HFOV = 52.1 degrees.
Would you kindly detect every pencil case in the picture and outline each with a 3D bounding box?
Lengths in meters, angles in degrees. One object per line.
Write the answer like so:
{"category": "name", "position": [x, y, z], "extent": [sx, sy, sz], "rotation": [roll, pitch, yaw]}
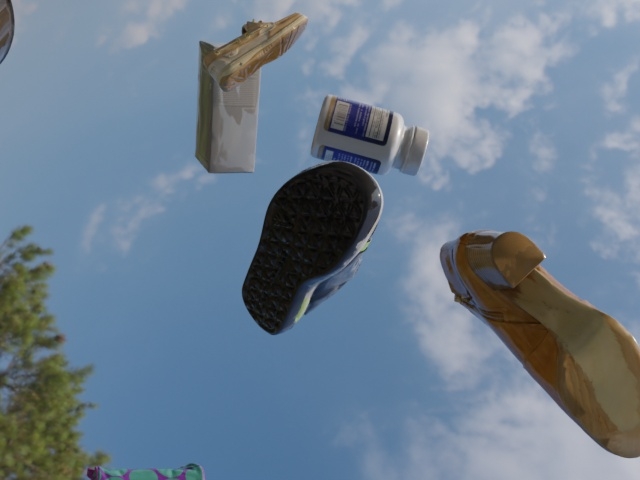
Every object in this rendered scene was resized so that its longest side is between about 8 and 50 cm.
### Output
{"category": "pencil case", "position": [-0.240, 0.340, 0.897], "extent": [0.065, 0.151, 0.070], "rotation": [-67, -150, 25]}

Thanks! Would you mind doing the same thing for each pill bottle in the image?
{"category": "pill bottle", "position": [0.084, -0.174, 1.124], "extent": [0.186, 0.112, 0.112], "rotation": [16, -118, -1]}

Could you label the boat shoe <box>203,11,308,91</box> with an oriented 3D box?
{"category": "boat shoe", "position": [-0.089, -0.276, 0.905], "extent": [0.170, 0.059, 0.063], "rotation": [-42, 176, -25]}

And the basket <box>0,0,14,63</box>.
{"category": "basket", "position": [-0.333, -0.087, 0.435], "extent": [0.204, 0.154, 0.227], "rotation": [-17, -131, 36]}

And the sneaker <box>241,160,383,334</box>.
{"category": "sneaker", "position": [0.000, 0.000, 0.589], "extent": [0.097, 0.084, 0.235], "rotation": [-28, 165, -37]}

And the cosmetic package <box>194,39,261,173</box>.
{"category": "cosmetic package", "position": [-0.183, -0.259, 1.279], "extent": [0.127, 0.107, 0.238], "rotation": [-138, -128, -58]}

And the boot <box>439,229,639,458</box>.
{"category": "boot", "position": [0.262, 0.109, 0.789], "extent": [0.104, 0.295, 0.211], "rotation": [-35, 178, -6]}
